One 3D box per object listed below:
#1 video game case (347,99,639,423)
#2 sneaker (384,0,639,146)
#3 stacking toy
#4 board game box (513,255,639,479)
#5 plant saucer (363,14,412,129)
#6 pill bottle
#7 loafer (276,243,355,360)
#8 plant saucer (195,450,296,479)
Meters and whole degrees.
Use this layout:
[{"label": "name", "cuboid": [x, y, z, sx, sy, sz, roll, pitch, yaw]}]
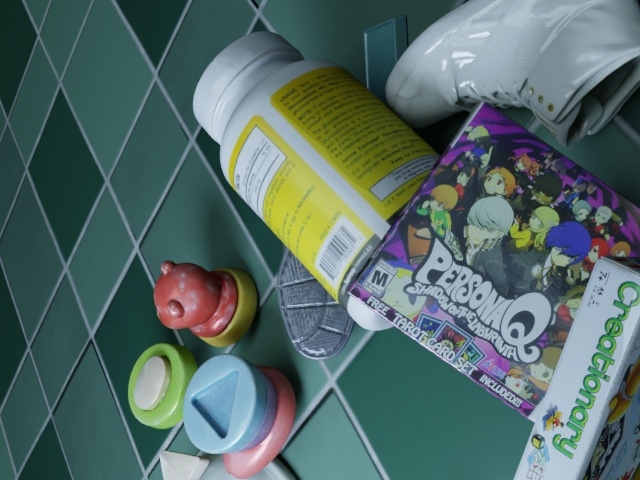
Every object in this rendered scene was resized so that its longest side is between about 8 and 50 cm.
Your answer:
[{"label": "video game case", "cuboid": [0.177, 0.026, 0.733, 0.232, 0.042, 0.210, 35, 98, 1]}, {"label": "sneaker", "cuboid": [0.189, -0.155, 0.820, 0.292, 0.108, 0.169, -35, 60, 41]}, {"label": "stacking toy", "cuboid": [-0.197, 0.201, 1.159, 0.279, 0.130, 0.309, -43, 51, 18]}, {"label": "board game box", "cuboid": [0.246, 0.163, 0.675, 0.053, 0.193, 0.305, 32, 112, 45]}, {"label": "plant saucer", "cuboid": [0.081, -0.178, 1.012, 0.067, 0.018, 0.192, -9, 83, 49]}, {"label": "pill bottle", "cuboid": [0.012, -0.077, 0.906, 0.334, 0.188, 0.188, 47, 123, 22]}, {"label": "loafer", "cuboid": [0.000, 0.000, 1.059, 0.109, 0.095, 0.302, -7, 85, 11]}, {"label": "plant saucer", "cuboid": [-0.142, 0.491, 1.175, 0.401, 0.101, 0.400, -3, 86, 49]}]
